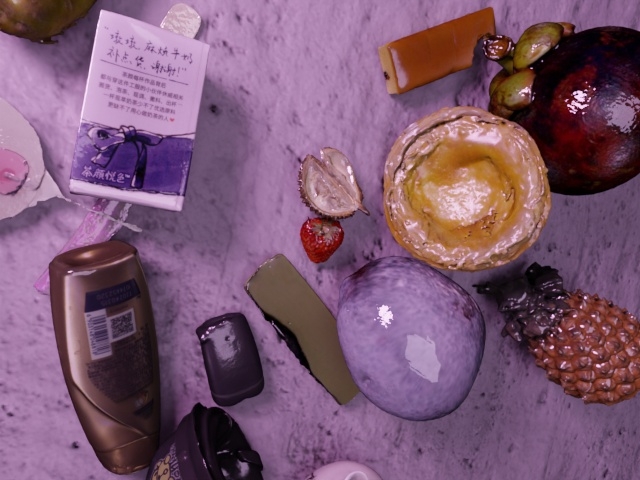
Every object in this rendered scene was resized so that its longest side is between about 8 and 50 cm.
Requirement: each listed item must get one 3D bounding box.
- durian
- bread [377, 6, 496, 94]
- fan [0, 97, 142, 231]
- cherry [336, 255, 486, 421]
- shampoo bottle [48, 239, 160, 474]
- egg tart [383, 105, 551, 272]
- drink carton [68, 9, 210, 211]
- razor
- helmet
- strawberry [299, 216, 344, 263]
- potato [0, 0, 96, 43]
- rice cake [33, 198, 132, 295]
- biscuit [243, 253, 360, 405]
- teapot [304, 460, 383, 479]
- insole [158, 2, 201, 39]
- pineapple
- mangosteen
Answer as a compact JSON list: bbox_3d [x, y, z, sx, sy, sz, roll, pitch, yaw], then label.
[{"bbox_3d":[0.019,-0.081,0.798,0.140,0.071,0.110,39,78,-10],"label":"durian"},{"bbox_3d":[0.207,-0.327,0.842,0.226,0.049,0.088,-25,110,-18],"label":"bread"},{"bbox_3d":[-0.382,-0.074,0.633,0.310,0.010,0.182,23,89,-18],"label":"fan"},{"bbox_3d":[0.153,0.163,0.828,0.296,0.218,0.255,46,60,-14],"label":"cherry"},{"bbox_3d":[-0.292,0.179,0.694,0.126,0.084,0.349,-23,121,-44],"label":"shampoo bottle"},{"bbox_3d":[0.239,-0.084,0.833,0.289,0.118,0.288,-1,87,20],"label":"egg tart"},{"bbox_3d":[-0.231,-0.157,0.631,0.134,0.102,0.222,10,90,-22],"label":"drink carton"},{"bbox_3d":[-0.144,0.192,0.793,0.090,0.054,0.147,-18,108,-23],"label":"razor"},{"bbox_3d":[-0.175,0.381,0.725,0.161,0.230,0.278,-28,131,-1],"label":"helmet"},{"bbox_3d":[0.000,0.000,0.818,0.074,0.073,0.083,-11,141,-21],"label":"strawberry"},{"bbox_3d":[-0.318,-0.354,0.573,0.150,0.113,0.251,21,83,-19],"label":"potato"},{"bbox_3d":[-0.320,-0.010,0.683,0.047,0.036,0.206,39,84,-35],"label":"rice cake"},{"bbox_3d":[-0.017,0.161,0.853,0.099,0.038,0.322,-42,113,-14],"label":"biscuit"},{"bbox_3d":[0.043,0.533,0.898,0.209,0.166,0.299,-11,96,-34],"label":"teapot"},{"bbox_3d":[-0.230,-0.246,0.688,0.063,0.010,0.192,32,88,-26],"label":"insole"},{"bbox_3d":[0.483,0.164,0.998,0.357,0.223,0.222,37,85,-9],"label":"pineapple"},{"bbox_3d":[0.442,-0.228,0.845,0.311,0.311,0.311,-5,103,-23],"label":"mangosteen"}]
